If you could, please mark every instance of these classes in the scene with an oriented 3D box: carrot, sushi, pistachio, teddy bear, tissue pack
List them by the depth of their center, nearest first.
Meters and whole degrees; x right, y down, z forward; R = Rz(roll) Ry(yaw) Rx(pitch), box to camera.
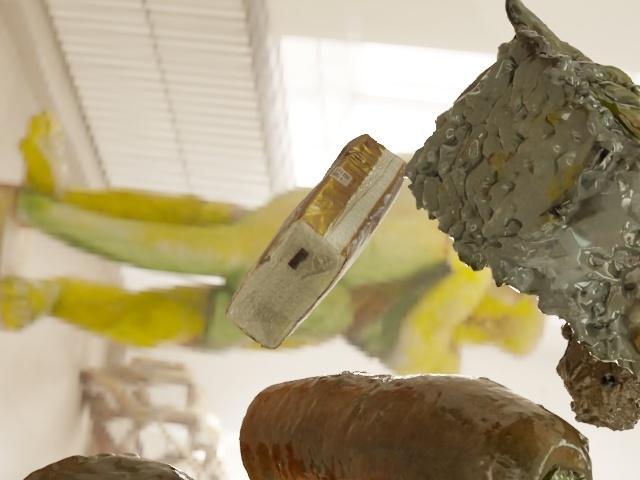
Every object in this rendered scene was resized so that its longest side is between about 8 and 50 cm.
[{"bbox_3d":[0.161,-0.033,0.995,0.139,0.184,0.274,-54,-145,15],"label":"sushi"},{"bbox_3d":[0.062,0.162,1.191,0.139,0.302,0.138,1,88,-45],"label":"carrot"},{"bbox_3d":[0.312,0.088,1.254,0.129,0.251,0.182,33,52,-46],"label":"teddy bear"},{"bbox_3d":[-0.171,0.238,1.324,0.165,0.210,0.130,-43,119,-68],"label":"pistachio"},{"bbox_3d":[0.000,0.000,1.804,0.183,0.092,0.226,-49,-175,36],"label":"tissue pack"}]
